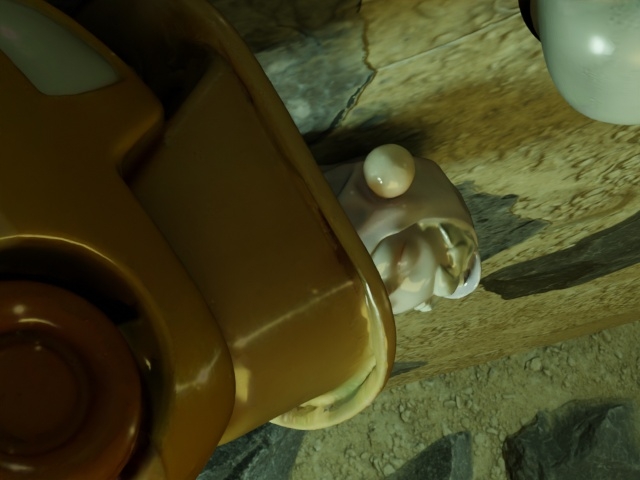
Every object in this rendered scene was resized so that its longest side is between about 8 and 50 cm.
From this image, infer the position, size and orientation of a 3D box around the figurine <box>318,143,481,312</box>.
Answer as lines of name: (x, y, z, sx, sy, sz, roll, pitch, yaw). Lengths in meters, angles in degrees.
figurine: (0.001, 0.000, 0.763, 0.276, 0.133, 0.200, -3, 131, -32)

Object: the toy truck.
toy truck: (-0.128, 0.013, 0.432, 0.211, 0.288, 0.204, -38, 178, -37)

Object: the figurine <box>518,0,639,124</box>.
figurine: (0.238, -0.145, 0.378, 0.323, 0.196, 0.320, -10, 160, 10)
